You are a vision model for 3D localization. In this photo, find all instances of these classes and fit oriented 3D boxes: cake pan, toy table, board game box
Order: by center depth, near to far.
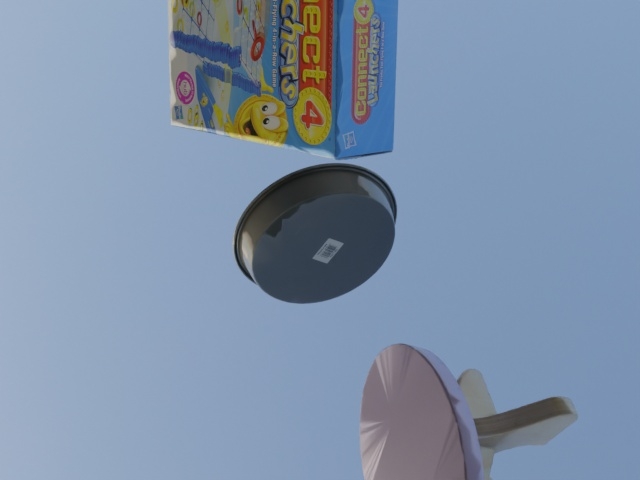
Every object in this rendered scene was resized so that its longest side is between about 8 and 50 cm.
[{"bbox_3d":[-0.051,-0.261,1.061,0.302,0.086,0.308,16,-69,47],"label":"board game box"},{"bbox_3d":[0.162,0.256,1.131,0.252,0.161,0.274,-41,-135,44],"label":"toy table"},{"bbox_3d":[0.000,0.000,1.633,0.293,0.293,0.054,-29,-133,5],"label":"cake pan"}]
